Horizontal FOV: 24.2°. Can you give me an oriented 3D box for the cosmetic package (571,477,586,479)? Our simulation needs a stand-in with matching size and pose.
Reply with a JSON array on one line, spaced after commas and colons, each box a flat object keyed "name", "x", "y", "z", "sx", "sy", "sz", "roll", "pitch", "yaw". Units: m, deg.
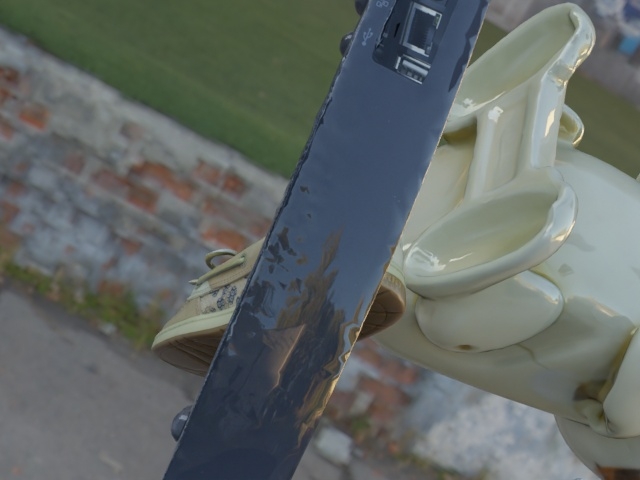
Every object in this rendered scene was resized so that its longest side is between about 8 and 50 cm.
[{"name": "cosmetic package", "x": 0.196, "y": 0.334, "z": 0.687, "sx": 0.284, "sy": 0.097, "sz": 0.377, "roll": 27, "pitch": 50, "yaw": -27}]

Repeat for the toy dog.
[{"name": "toy dog", "x": 0.226, "y": 0.078, "z": 1.290, "sx": 0.408, "sy": 0.395, "sz": 0.284, "roll": 38, "pitch": 35, "yaw": -24}]

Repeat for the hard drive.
[{"name": "hard drive", "x": 0.000, "y": 0.000, "z": 0.641, "sx": 0.054, "sy": 0.254, "sz": 0.172, "roll": 23, "pitch": -6, "yaw": -1}]

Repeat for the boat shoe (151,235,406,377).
[{"name": "boat shoe", "x": -0.030, "y": 0.043, "z": 1.157, "sx": 0.105, "sy": 0.285, "sz": 0.089, "roll": 27, "pitch": 58, "yaw": -31}]
